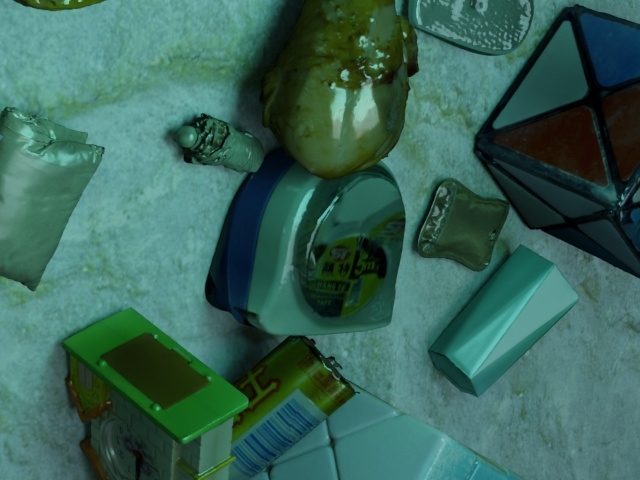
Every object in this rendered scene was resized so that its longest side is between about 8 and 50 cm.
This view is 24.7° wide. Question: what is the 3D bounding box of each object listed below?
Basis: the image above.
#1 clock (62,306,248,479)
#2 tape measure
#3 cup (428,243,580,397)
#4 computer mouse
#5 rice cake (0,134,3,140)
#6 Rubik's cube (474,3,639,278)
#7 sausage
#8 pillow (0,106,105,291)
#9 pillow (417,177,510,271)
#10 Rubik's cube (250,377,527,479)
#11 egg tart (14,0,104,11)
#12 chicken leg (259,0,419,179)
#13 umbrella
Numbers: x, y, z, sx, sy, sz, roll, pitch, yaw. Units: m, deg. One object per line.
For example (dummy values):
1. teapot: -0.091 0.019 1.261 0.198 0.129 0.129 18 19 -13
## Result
1. clock: -0.205 0.251 1.775 0.106 0.220 0.255 -27 137 -38
2. tape measure: 0.000 0.002 1.938 0.259 0.138 0.262 -2 111 -51
3. cup: 0.294 0.138 2.373 0.236 0.134 0.148 -45 167 -17
4. computer mouse: 0.205 -0.332 2.049 0.231 0.079 0.128 18 93 -37
5. rice cake: -0.462 -0.008 1.423 0.365 0.072 0.056 -46 136 -23
6. Rubik's cube: 0.473 -0.138 2.287 0.307 0.305 0.310 -56 143 -10
7. sausage: -0.105 0.252 1.951 0.317 0.125 0.117 -39 102 5
8. pillow: -0.324 -0.045 1.568 0.134 0.078 0.181 20 97 -50
9. pillow: 0.224 -0.020 2.279 0.217 0.033 0.130 18 95 -53
10. Rubik's cube: 0.056 0.387 2.075 0.316 0.319 0.322 37 80 -52
11. egg tart: -0.253 -0.385 1.392 0.351 0.153 0.339 -40 138 -29
12. chicken leg: 0.045 -0.281 1.843 0.295 0.182 0.409 -3 96 -63
13. umbrella: -0.125 -0.117 1.787 0.067 0.062 0.143 -44 151 24
